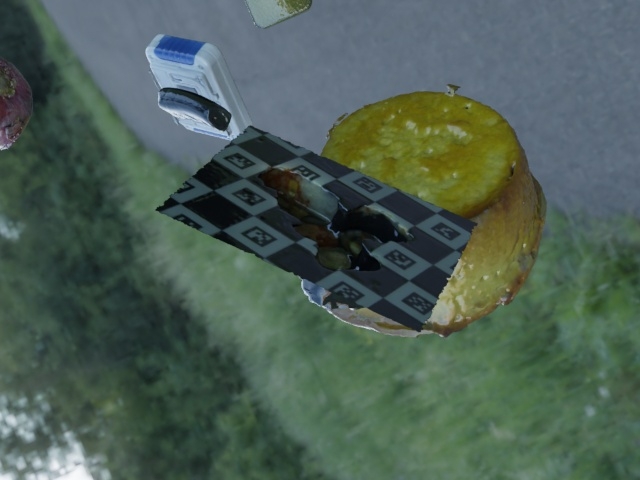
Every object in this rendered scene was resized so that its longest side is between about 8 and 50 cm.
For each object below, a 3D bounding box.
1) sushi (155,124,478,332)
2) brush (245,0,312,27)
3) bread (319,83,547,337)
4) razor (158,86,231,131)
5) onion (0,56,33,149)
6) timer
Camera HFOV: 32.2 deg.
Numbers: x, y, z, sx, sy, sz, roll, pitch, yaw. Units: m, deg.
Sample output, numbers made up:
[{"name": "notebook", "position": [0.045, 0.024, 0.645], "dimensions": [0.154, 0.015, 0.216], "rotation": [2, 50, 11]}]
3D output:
[{"name": "sushi", "position": [0.000, 0.000, 1.369], "dimensions": [0.320, 0.339, 0.069], "rotation": [-55, -13, -61]}, {"name": "brush", "position": [-0.104, -0.521, 2.173], "dimensions": [0.059, 0.123, 0.197], "rotation": [-68, -45, -89]}, {"name": "bread", "position": [0.151, -0.039, 1.687], "dimensions": [0.398, 0.398, 0.215], "rotation": [-119, 7, -46]}, {"name": "razor", "position": [-0.250, -0.264, 2.215], "dimensions": [0.148, 0.054, 0.090], "rotation": [20, 178, 31]}, {"name": "onion", "position": [-0.534, -0.198, 1.681], "dimensions": [0.159, 0.195, 0.159], "rotation": [28, -130, -41]}, {"name": "timer", "position": [-0.259, -0.316, 2.349], "dimensions": [0.178, 0.078, 0.253], "rotation": [16, 149, 30]}]
